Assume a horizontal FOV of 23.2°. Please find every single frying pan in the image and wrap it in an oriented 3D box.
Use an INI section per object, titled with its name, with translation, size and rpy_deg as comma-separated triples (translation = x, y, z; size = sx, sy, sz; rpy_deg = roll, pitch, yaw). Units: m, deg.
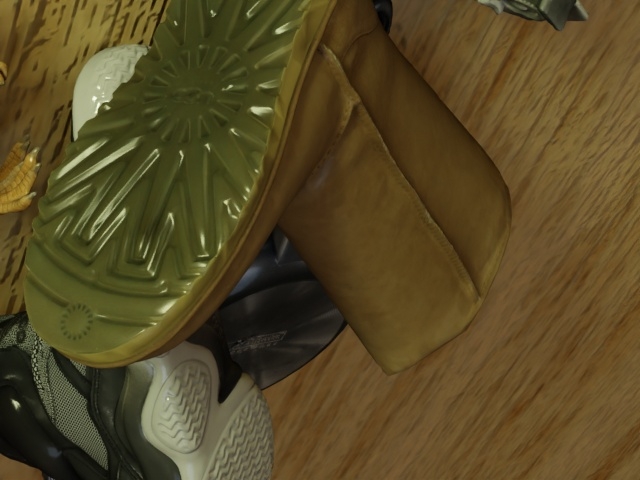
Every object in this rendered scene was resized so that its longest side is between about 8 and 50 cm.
[frying pan]
translation = -0.009, 0.004, 0.901
size = 0.326, 0.053, 0.197
rpy_deg = -43, 150, 26

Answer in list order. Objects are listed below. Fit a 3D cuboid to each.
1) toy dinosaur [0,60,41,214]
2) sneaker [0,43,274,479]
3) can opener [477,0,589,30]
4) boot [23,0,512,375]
[toy dinosaur]
translation = -0.185, -0.033, 0.678
size = 0.112, 0.064, 0.211
rpy_deg = 17, 127, -21
[sneaker]
translation = -0.117, 0.032, 0.775
size = 0.101, 0.153, 0.269
rpy_deg = -43, 131, -50
[can opener]
translation = 0.056, -0.173, 0.678
size = 0.283, 0.076, 0.095
rpy_deg = 34, 80, -58
[boot]
translation = 0.000, 0.000, 0.727
size = 0.236, 0.089, 0.269
rpy_deg = -61, 148, -16
